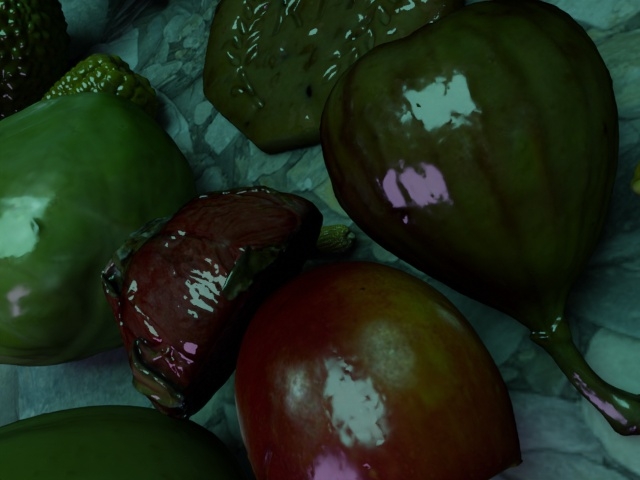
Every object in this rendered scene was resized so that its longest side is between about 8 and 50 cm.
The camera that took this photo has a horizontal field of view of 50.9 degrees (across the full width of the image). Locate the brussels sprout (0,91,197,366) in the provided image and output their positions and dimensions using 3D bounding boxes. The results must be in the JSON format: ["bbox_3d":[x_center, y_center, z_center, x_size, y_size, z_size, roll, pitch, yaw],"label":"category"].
[{"bbox_3d":[-0.276,-0.008,0.725,0.328,0.247,0.328,-25,40,23],"label":"brussels sprout"}]

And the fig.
[{"bbox_3d":[0.140,-0.010,0.482,0.217,0.217,0.321,-29,74,20],"label":"fig"}]

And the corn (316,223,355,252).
[{"bbox_3d":[0.000,0.000,0.667,0.083,0.027,0.028,-5,98,34],"label":"corn"}]

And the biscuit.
[{"bbox_3d":[0.001,-0.264,0.782,0.359,0.046,0.359,-16,59,28],"label":"biscuit"}]

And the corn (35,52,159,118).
[{"bbox_3d":[-0.361,-0.101,0.897,0.344,0.131,0.131,-44,51,9],"label":"corn"}]

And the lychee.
[{"bbox_3d":[-0.511,-0.301,1.012,0.319,0.270,0.270,13,75,20],"label":"lychee"}]

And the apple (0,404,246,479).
[{"bbox_3d":[-0.212,0.307,0.495,0.320,0.360,0.312,-147,52,-71],"label":"apple"}]

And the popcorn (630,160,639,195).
[{"bbox_3d":[0.292,-0.057,0.425,0.170,0.180,0.180,-40,46,47],"label":"popcorn"}]

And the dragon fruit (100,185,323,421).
[{"bbox_3d":[-0.111,0.029,0.578,0.148,0.224,0.218,35,113,7],"label":"dragon fruit"}]

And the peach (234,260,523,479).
[{"bbox_3d":[0.037,0.120,0.467,0.196,0.189,0.226,-63,31,13],"label":"peach"}]
